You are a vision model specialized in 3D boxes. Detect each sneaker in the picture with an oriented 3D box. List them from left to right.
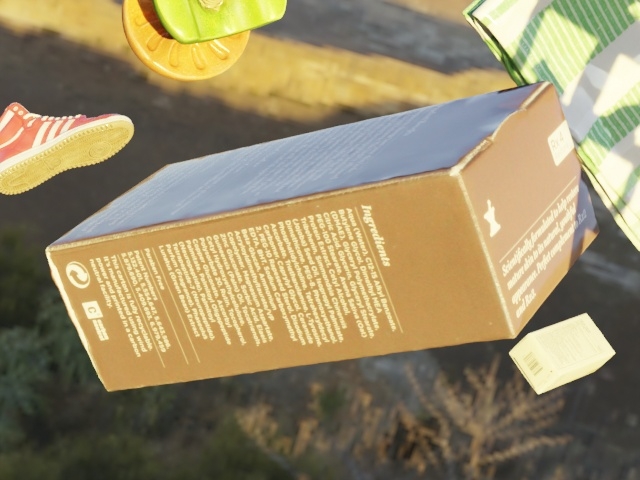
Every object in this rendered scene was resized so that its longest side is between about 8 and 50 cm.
[{"bbox_3d":[-0.211,-0.087,1.286,0.042,0.118,0.067,68,0,-52],"label":"sneaker"}]

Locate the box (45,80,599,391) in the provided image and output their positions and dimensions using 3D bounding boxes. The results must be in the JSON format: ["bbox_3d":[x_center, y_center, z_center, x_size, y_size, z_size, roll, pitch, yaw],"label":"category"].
[{"bbox_3d":[0.000,0.000,1.252,0.381,0.143,0.191,-12,17,34],"label":"box"}]

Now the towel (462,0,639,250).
[{"bbox_3d":[0.309,-0.169,1.480,0.325,0.248,0.038,48,-2,-26],"label":"towel"}]

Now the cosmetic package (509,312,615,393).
[{"bbox_3d":[0.268,0.125,1.784,0.115,0.041,0.060,-11,61,-46],"label":"cosmetic package"}]

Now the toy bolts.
[{"bbox_3d":[-0.058,-0.242,1.257,0.228,0.218,0.158,-13,-1,-23],"label":"toy bolts"}]
